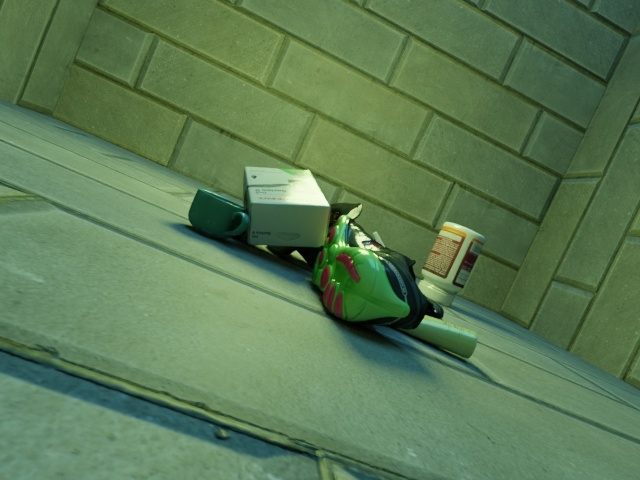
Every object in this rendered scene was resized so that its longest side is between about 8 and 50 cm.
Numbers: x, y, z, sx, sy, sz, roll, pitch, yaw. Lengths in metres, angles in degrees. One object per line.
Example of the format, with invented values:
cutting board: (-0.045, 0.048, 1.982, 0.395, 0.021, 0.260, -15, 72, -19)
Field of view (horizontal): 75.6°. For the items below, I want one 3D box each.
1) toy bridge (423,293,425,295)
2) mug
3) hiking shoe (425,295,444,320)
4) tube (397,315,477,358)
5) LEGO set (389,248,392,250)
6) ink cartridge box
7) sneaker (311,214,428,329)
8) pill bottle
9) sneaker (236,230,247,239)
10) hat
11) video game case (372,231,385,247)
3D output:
toy bridge: (0.203, 0.160, 1.178, 0.188, 0.026, 0.063, 11, 36, 31)
mug: (-0.259, -0.058, 1.025, 0.129, 0.097, 0.157, 23, 4, -26)
hiking shoe: (0.264, 0.171, 1.225, 0.226, 0.086, 0.114, 26, 0, 13)
tube: (0.222, 0.190, 0.919, 0.240, 0.062, 0.070, 19, -27, 10)
LEGO set: (0.118, 0.090, 1.245, 0.087, 0.093, 0.227, 23, -26, -13)
ink cartridge box: (-0.105, -0.102, 1.161, 0.211, 0.122, 0.289, 1, 28, -15)
sneaker: (0.102, 0.078, 0.938, 0.202, 0.185, 0.483, 25, 14, -11)
pill bottle: (0.656, 0.123, 2.106, 0.224, 0.392, 0.224, 25, 3, -1)
sneaker: (-0.214, -0.037, 1.265, 0.094, 0.090, 0.235, 34, 13, 15)
hat: (0.000, 0.000, 1.310, 0.134, 0.331, 0.331, 67, -13, -19)
video game case: (0.301, 0.065, 1.898, 0.213, 0.023, 0.193, 62, 6, 10)
